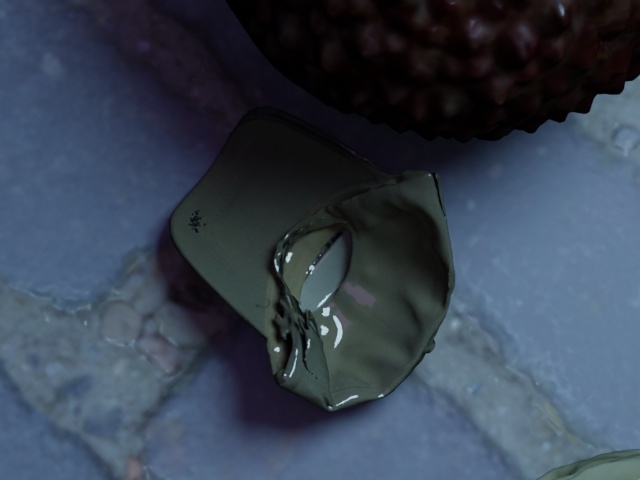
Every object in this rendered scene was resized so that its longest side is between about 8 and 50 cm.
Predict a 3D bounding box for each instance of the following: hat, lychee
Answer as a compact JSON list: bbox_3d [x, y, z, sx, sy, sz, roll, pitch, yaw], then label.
[{"bbox_3d":[0.000,0.000,1.017,0.175,0.085,0.147,42,94,31],"label":"hat"},{"bbox_3d":[0.070,-0.209,0.938,0.306,0.330,0.306,-4,49,5],"label":"lychee"}]

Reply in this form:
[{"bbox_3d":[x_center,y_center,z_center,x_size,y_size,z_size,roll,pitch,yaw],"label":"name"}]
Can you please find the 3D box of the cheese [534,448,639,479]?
[{"bbox_3d":[0.107,0.209,0.956,0.263,0.093,0.159,-15,78,-1],"label":"cheese"}]
